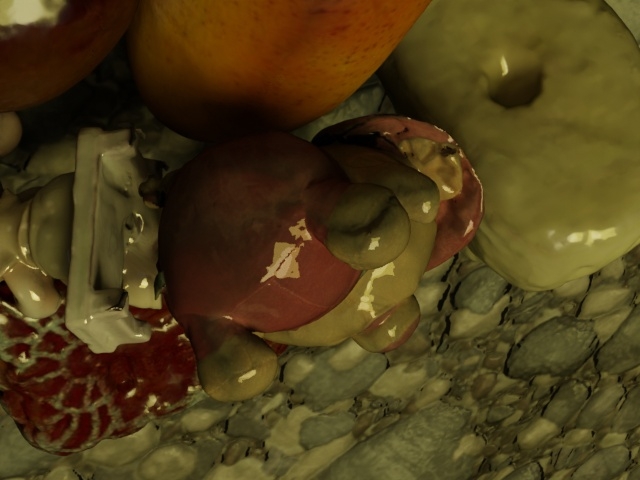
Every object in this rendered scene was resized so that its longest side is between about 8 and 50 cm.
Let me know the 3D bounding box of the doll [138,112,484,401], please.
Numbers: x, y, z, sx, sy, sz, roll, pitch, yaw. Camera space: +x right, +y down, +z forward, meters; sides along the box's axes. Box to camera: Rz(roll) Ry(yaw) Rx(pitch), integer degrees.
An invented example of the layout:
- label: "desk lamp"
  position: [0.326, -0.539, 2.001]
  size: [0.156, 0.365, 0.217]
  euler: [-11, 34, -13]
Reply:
- label: "doll"
  position: [0.001, 0.004, 1.102]
  size: [0.196, 0.152, 0.256]
  euler: [-12, -178, 17]

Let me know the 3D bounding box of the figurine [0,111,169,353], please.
- label: "figurine"
  position: [-0.227, -0.002, 1.097]
  size: [0.256, 0.144, 0.182]
  euler: [1, 89, 7]

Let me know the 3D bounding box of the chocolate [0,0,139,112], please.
- label: "chocolate"
  position: [-0.192, -0.153, 1.027]
  size: [0.176, 0.177, 0.177]
  euler: [-17, 134, -18]

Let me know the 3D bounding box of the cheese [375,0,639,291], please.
- label: "cheese"
  position: [0.159, -0.059, 1.251]
  size: [0.173, 0.248, 0.251]
  euler: [-26, 142, -10]

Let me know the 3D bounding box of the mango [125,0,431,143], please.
- label: "mango"
  position: [-0.028, -0.189, 1.073]
  size: [0.201, 0.199, 0.350]
  euler: [25, 128, -10]

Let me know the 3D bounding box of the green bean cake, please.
- label: "green bean cake"
  position: [-0.137, 0.048, 1.262]
  size: [0.232, 0.097, 0.198]
  euler: [-22, 135, -13]
